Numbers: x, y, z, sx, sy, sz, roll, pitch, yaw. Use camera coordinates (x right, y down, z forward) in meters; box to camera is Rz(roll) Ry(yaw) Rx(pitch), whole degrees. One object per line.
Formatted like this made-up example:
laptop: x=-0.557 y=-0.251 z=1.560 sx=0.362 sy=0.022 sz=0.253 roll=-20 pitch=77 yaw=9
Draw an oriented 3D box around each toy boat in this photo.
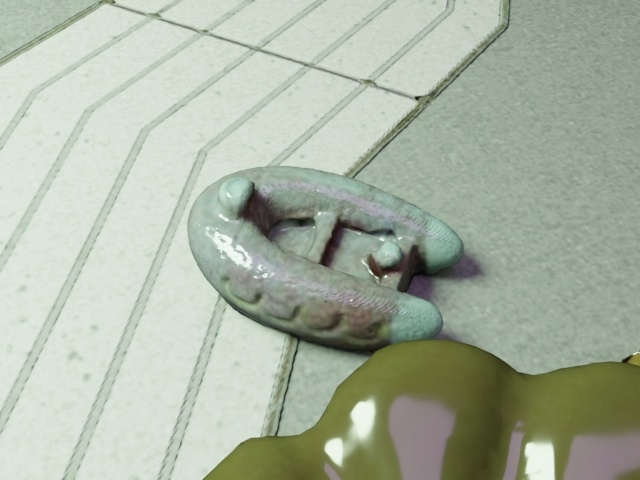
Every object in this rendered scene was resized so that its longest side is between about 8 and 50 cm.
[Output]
toy boat: x=0.000 y=0.000 z=0.606 sx=0.227 sy=0.085 sz=0.155 roll=17 pitch=54 yaw=11

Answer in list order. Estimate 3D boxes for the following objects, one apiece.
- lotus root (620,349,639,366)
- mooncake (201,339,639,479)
lotus root: x=0.260 y=0.122 z=0.518 sx=0.159 sy=0.095 sz=0.135 roll=-33 pitch=63 yaw=-19
mooncake: x=0.083 y=0.233 z=0.352 sx=0.378 sy=0.201 sz=0.378 roll=1 pitch=51 yaw=-1
